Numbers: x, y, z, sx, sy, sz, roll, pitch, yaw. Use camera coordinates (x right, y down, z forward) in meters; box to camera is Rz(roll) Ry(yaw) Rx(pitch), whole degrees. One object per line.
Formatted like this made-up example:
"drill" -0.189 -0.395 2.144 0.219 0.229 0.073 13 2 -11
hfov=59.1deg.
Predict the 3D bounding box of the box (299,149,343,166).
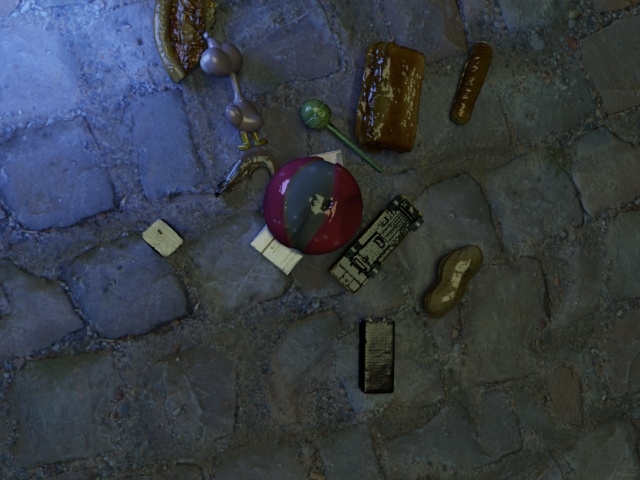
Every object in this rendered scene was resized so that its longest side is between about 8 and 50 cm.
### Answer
"box" 0.011 -0.210 1.786 0.130 0.051 0.129 -13 92 -11

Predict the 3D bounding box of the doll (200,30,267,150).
"doll" -0.259 -0.453 1.691 0.094 0.160 0.365 -22 97 33

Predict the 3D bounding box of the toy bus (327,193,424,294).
"toy bus" 0.172 0.011 1.779 0.121 0.123 0.335 43 83 -6

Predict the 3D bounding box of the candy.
"candy" 0.076 -0.323 1.791 0.335 0.092 0.093 37 96 -16

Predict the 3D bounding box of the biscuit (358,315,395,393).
"biscuit" 0.180 0.363 1.810 0.106 0.070 0.252 0 91 -11

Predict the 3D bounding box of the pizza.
"pizza" -0.408 -0.650 1.696 0.182 0.074 0.365 7 89 -10

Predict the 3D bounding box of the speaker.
"speaker" -0.029 -0.105 1.664 0.294 0.294 0.294 0 90 -10

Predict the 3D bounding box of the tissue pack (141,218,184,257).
"tissue pack" -0.456 -0.008 1.642 0.090 0.170 0.103 -45 100 -7

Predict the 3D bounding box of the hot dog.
"hot dog" 0.503 -0.521 1.871 0.088 0.061 0.286 16 89 -21

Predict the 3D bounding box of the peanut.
"peanut" 0.425 0.127 1.832 0.125 0.111 0.274 33 84 -4

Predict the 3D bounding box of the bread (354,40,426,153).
"bread" 0.212 -0.443 1.768 0.195 0.149 0.344 9 91 -24

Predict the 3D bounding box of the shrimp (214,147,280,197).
"shrimp" -0.222 -0.183 1.748 0.219 0.046 0.152 -41 94 -8

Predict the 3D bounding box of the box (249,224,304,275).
"box" -0.137 0.029 1.766 0.154 0.040 0.084 41 86 -7
